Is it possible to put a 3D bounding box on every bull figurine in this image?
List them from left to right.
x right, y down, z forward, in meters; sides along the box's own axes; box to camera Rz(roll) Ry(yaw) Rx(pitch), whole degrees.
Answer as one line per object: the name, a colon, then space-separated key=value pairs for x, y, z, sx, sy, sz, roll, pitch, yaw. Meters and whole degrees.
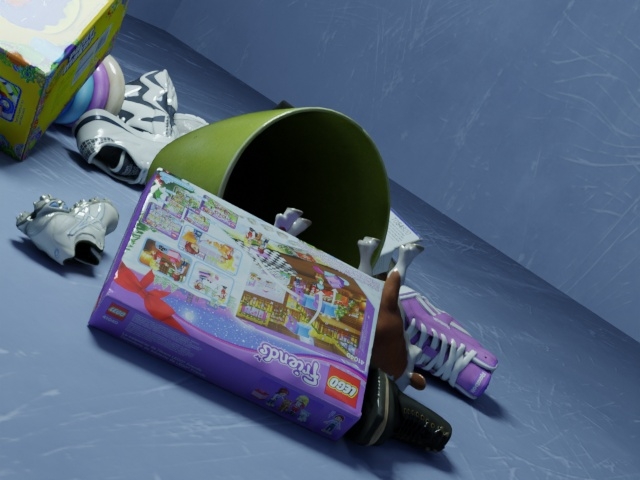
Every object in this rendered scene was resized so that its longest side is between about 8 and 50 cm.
bull figurine: x=0.027 y=0.080 z=1.460 sx=0.310 sy=0.188 sz=0.101 roll=16 pitch=-6 yaw=-34

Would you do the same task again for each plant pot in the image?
plant pot: x=-0.105 y=-0.054 z=1.593 sx=0.275 sy=0.275 sz=0.293 roll=21 pitch=-3 yaw=-40

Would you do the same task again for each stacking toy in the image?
stacking toy: x=-0.461 y=-0.247 z=1.862 sx=0.141 sy=0.141 sz=0.330 roll=35 pitch=18 yaw=26

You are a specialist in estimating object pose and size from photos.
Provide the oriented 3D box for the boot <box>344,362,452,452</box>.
boot: x=0.098 y=0.204 z=1.333 sx=0.137 sy=0.077 sz=0.198 roll=34 pitch=11 yaw=-7

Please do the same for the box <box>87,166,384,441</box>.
box: x=-0.080 y=0.066 z=1.273 sx=0.293 sy=0.057 sz=0.201 roll=28 pitch=42 yaw=-13

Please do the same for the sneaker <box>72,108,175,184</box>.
sneaker: x=-0.278 y=-0.119 z=1.861 sx=0.235 sy=0.090 sz=0.095 roll=18 pitch=28 yaw=-36

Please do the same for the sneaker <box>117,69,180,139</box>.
sneaker: x=-0.324 y=-0.184 z=2.028 sx=0.094 sy=0.153 sz=0.235 roll=66 pitch=13 yaw=-58

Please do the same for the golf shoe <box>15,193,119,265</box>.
golf shoe: x=-0.275 y=-0.002 z=1.364 sx=0.086 sy=0.069 sz=0.176 roll=53 pitch=18 yaw=11

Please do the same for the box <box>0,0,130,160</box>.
box: x=-0.453 y=-0.314 z=1.658 sx=0.279 sy=0.177 sz=0.290 roll=29 pitch=46 yaw=-4

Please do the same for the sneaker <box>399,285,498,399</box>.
sneaker: x=0.165 y=0.152 z=1.691 sx=0.161 sy=0.102 sz=0.282 roll=40 pitch=14 yaw=32

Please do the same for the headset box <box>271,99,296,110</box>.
headset box: x=0.014 y=-0.094 z=2.201 sx=0.218 sy=0.110 sz=0.293 roll=42 pitch=-8 yaw=50

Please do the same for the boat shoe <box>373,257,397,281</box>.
boat shoe: x=0.000 y=0.000 z=1.913 sx=0.120 sy=0.122 sz=0.324 roll=13 pitch=19 yaw=-42

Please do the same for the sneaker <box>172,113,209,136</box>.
sneaker: x=-0.193 y=-0.143 z=2.109 sx=0.252 sy=0.103 sz=0.111 roll=27 pitch=9 yaw=-9

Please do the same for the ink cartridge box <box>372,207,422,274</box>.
ink cartridge box: x=0.004 y=-0.011 z=1.807 sx=0.224 sy=0.045 sz=0.223 roll=-17 pitch=39 yaw=-22
